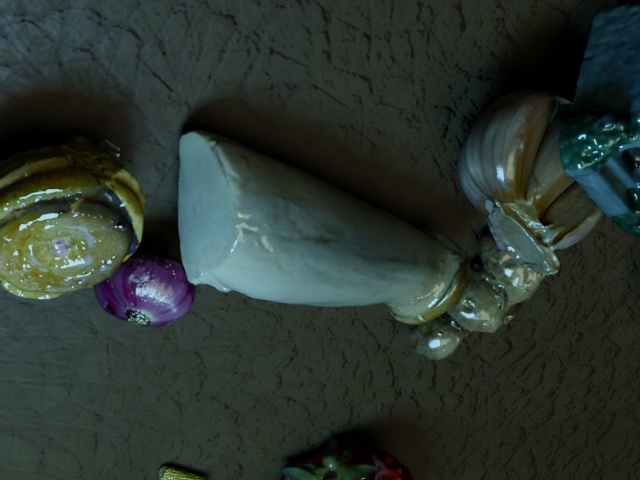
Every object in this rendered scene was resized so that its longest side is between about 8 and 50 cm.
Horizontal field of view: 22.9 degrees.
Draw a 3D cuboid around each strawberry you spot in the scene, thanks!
[{"bbox_3d":[0.052,0.362,2.105,0.187,0.184,0.201,-40,143,11],"label":"strawberry"}]

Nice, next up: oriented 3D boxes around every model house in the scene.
[{"bbox_3d":[0.490,-0.143,1.780,0.329,0.251,0.295,-8,146,36],"label":"model house"}]

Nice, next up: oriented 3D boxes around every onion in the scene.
[{"bbox_3d":[-0.196,0.047,1.779,0.115,0.104,0.115,10,160,4],"label":"onion"}]

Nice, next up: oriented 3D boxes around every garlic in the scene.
[{"bbox_3d":[0.235,-0.088,1.850,0.214,0.160,0.191,47,63,-30],"label":"garlic"}]

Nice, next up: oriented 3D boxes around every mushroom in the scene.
[{"bbox_3d":[-0.003,0.008,1.810,0.407,0.154,0.138,21,157,-36],"label":"mushroom"}]

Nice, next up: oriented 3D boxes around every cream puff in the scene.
[{"bbox_3d":[-0.274,-0.032,1.644,0.189,0.129,0.189,-14,142,-11],"label":"cream puff"}]

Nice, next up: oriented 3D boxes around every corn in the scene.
[{"bbox_3d":[-0.173,0.311,2.042,0.083,0.028,0.027,28,93,-36],"label":"corn"}]

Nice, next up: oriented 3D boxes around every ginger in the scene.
[{"bbox_3d":[0.197,0.074,2.013,0.104,0.080,0.204,41,102,-10],"label":"ginger"}]
